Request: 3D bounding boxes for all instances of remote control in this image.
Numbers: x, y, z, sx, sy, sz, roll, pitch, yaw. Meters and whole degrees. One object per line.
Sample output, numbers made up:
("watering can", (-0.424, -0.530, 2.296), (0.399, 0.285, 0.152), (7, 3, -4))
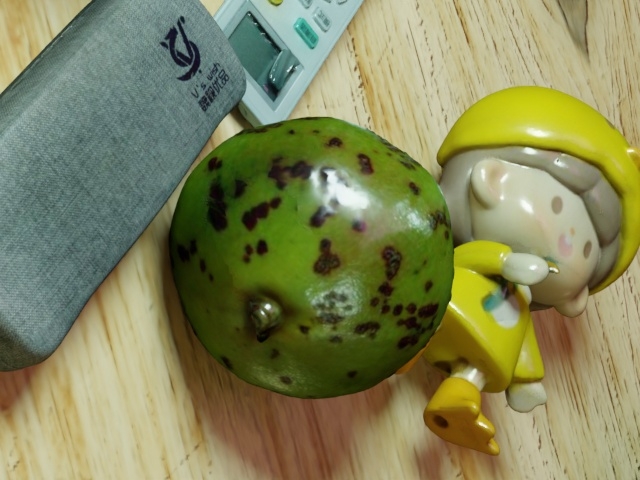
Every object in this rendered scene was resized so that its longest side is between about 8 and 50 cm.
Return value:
("remote control", (-0.016, -0.219, 1.215), (0.103, 0.051, 0.293), (49, 49, -25))

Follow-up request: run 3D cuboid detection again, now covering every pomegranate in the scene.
("pomegranate", (0.000, 0.000, 1.051), (0.211, 0.211, 0.263), (60, 26, -15))

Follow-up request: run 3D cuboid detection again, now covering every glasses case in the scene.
("glasses case", (-0.164, -0.060, 0.973), (0.131, 0.074, 0.323), (54, 44, -23))

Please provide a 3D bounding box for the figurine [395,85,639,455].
("figurine", (0.161, 0.010, 1.246), (0.343, 0.187, 0.215), (-51, 125, -38))
